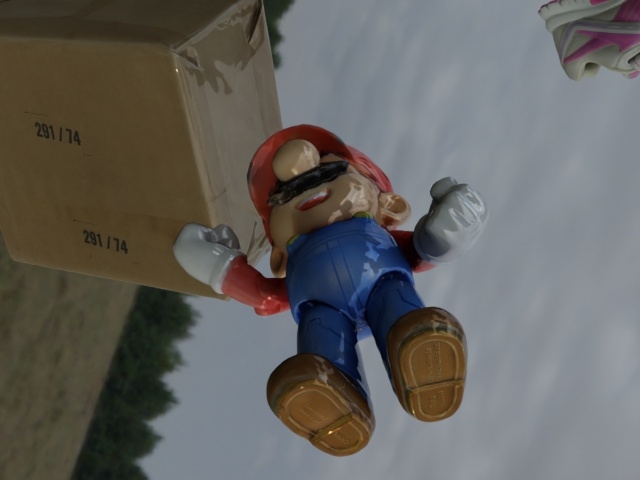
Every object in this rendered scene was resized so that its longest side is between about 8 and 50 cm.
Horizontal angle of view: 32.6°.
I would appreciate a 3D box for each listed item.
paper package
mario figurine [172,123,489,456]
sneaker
[{"bbox_3d":[-0.215,-0.114,1.209,0.168,0.325,0.309,-48,137,-48],"label":"paper package"},{"bbox_3d":[0.000,0.000,0.815,0.320,0.198,0.170,-108,-150,-58],"label":"mario figurine"},{"bbox_3d":[0.376,-0.247,1.255,0.252,0.103,0.111,-8,-82,48],"label":"sneaker"}]
